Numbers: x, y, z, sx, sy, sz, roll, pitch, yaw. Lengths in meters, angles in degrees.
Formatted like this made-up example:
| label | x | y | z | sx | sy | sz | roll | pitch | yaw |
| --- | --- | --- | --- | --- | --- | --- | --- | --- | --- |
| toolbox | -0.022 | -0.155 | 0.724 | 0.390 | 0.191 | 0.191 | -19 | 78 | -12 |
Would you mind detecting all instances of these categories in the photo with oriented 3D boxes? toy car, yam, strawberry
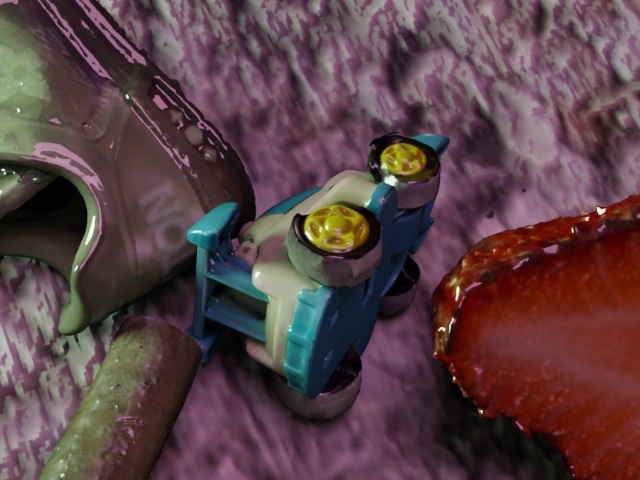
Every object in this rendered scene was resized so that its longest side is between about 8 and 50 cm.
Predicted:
| label | x | y | z | sx | sy | sz | roll | pitch | yaw |
| --- | --- | --- | --- | --- | --- | --- | --- | --- | --- |
| toy car | 0.000 | 0.000 | 0.970 | 0.098 | 0.126 | 0.161 | 23 | 48 | 13 |
| yam | -0.103 | 0.098 | 0.919 | 0.054 | 0.054 | 0.132 | 23 | 54 | 2 |
| strawberry | 0.155 | 0.040 | 0.977 | 0.236 | 0.107 | 0.175 | 36 | 84 | -28 |

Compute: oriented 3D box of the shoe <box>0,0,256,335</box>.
| label | x | y | z | sx | sy | sz | roll | pitch | yaw |
| --- | --- | --- | --- | --- | --- | --- | --- | --- | --- |
| shoe | -0.182 | -0.070 | 0.973 | 0.293 | 0.109 | 0.149 | 40 | 52 | 9 |
